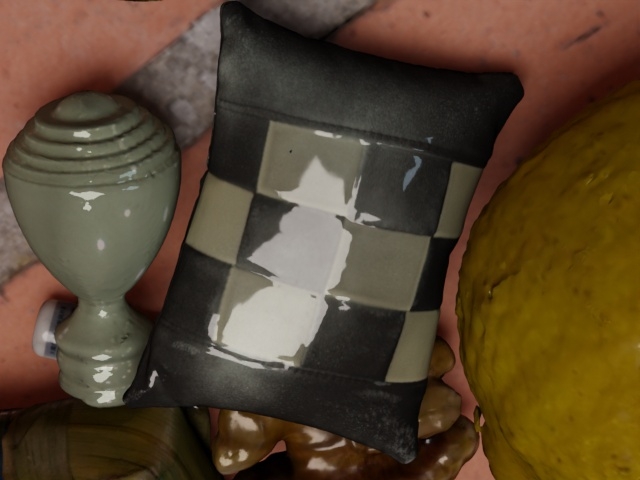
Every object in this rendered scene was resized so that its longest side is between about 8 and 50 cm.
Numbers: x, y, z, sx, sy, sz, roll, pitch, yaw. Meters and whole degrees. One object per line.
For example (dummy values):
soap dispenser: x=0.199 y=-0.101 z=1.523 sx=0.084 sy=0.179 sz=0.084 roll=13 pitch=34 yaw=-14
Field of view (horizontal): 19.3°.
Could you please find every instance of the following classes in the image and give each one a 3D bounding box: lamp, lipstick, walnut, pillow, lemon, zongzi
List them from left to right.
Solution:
zongzi: x=-0.183 y=0.211 z=1.270 sx=0.289 sy=0.123 sz=0.260 roll=-6 pitch=129 yaw=23
lamp: x=-0.134 y=0.002 z=1.133 sx=0.106 sy=0.106 sz=0.193 roll=1 pitch=113 yaw=4
lipstick: x=-0.114 y=0.070 z=1.215 sx=0.141 sy=0.040 sz=0.040 roll=14 pitch=120 yaw=-3
pillow: x=0.000 y=0.000 z=1.110 sx=0.186 sy=0.106 sz=0.249 roll=15 pitch=99 yaw=-9
walnut: x=0.012 y=0.124 z=1.203 sx=0.170 sy=0.069 sz=0.143 roll=-19 pitch=107 yaw=-11
lemon: x=0.223 y=0.034 z=1.048 sx=0.322 sy=0.268 sz=0.268 roll=-30 pitch=113 yaw=19
